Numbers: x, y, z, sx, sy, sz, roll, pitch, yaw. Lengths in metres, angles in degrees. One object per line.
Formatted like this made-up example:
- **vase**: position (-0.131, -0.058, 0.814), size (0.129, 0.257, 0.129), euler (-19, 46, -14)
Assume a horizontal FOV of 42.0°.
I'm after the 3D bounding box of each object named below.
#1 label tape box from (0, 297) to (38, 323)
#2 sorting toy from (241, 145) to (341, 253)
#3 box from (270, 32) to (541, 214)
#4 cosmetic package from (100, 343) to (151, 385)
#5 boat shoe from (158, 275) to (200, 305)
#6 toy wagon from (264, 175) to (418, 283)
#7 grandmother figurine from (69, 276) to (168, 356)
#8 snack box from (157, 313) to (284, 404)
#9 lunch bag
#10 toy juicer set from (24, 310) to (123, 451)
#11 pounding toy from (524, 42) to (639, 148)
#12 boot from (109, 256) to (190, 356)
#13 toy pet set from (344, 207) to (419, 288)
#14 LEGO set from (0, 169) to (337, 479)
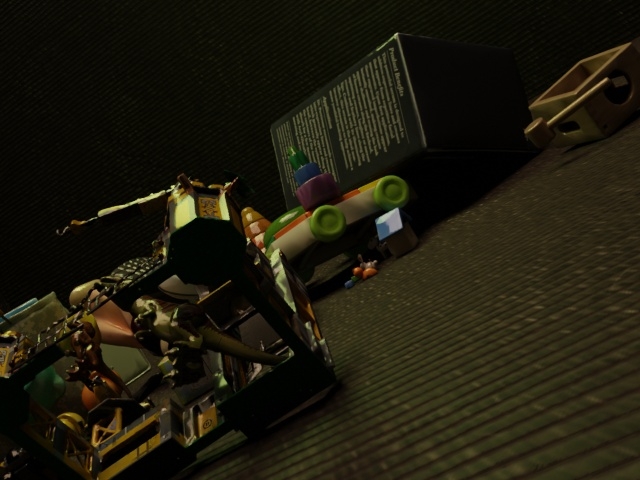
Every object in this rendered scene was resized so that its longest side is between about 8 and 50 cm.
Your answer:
- **label tape box**: position (-0.578, 0.266, 1.699), size (0.115, 0.249, 0.348), euler (-33, 4, -28)
- **sorting toy**: position (-0.074, -0.055, 1.456), size (0.127, 0.126, 0.365), euler (-24, -14, -27)
- **box**: position (0.145, -0.189, 1.552), size (0.293, 0.212, 0.395), euler (-3, -14, -38)
- **cosmetic package**: position (-0.503, 0.267, 1.872), size (0.129, 0.153, 0.296), euler (-35, 3, -27)
- **boat shoe**: position (-0.200, 0.103, 1.644), size (0.367, 0.136, 0.156), euler (-12, -57, -62)
- **toy wagon**: position (0.000, 0.000, 1.385), size (0.344, 0.068, 0.267), euler (-25, -12, -19)
- **grandmother figurine**: position (-0.285, 0.151, 1.395), size (0.342, 0.208, 0.104), euler (9, 59, 49)
- **snack box**: position (-0.113, 0.130, 1.165), size (0.207, 0.070, 0.174), euler (-33, 4, -2)
- **lunch bag**: position (-0.518, 0.256, 1.445), size (0.287, 0.235, 0.169), euler (-32, 2, -17)
- **toy juicer set**: position (-0.468, 0.261, 1.312), size (0.329, 0.209, 0.089), euler (-25, -21, -27)
- **pounding toy**: position (0.392, -0.186, 1.220), size (0.206, 0.094, 0.181), euler (-42, 11, -14)
- **boot**: position (-0.321, 0.146, 1.723), size (0.118, 0.222, 0.338), euler (20, 17, 22)
- **toy pet set**: position (0.085, 0.005, 1.269), size (0.114, 0.065, 0.122), euler (-30, 4, 24)
- **LEGO set**: position (-0.153, 0.074, 0.760), size (0.331, 0.255, 0.192), euler (-42, 29, 11)
